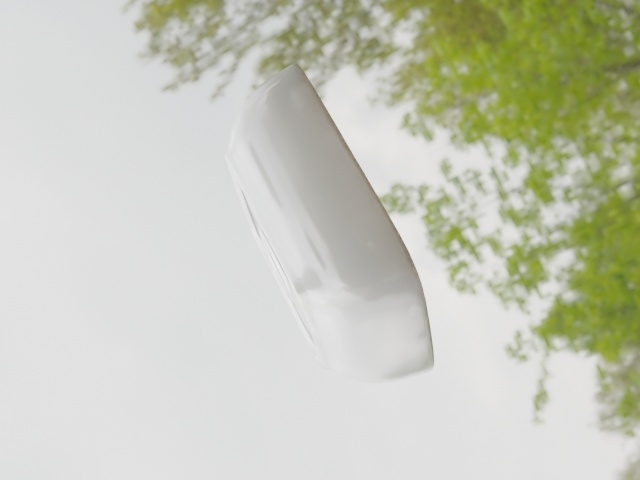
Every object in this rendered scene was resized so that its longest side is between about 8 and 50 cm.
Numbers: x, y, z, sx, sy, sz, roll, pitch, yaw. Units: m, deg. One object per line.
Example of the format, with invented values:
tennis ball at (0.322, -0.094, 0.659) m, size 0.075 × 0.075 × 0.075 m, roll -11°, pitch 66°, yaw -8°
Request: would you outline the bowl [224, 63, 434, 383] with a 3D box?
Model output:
bowl at (0.000, 0.000, 0.696) m, size 0.142 × 0.053 × 0.142 m, roll 77°, pitch 167°, yaw -65°
